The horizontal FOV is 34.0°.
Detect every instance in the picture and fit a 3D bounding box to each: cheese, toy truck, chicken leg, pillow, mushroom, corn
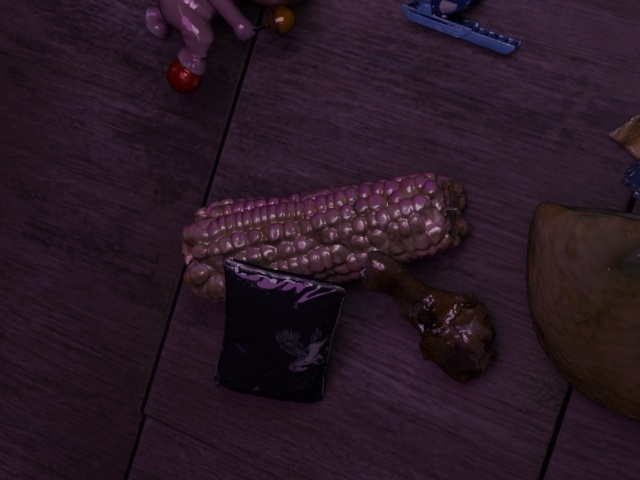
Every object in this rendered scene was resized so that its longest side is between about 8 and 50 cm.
[{"bbox_3d":[0.346,-0.105,1.088,0.084,0.041,0.060,36,112,0],"label":"cheese"},{"bbox_3d":[0.161,-0.260,1.145,0.136,0.063,0.074,24,120,17],"label":"toy truck"},{"bbox_3d":[0.119,0.075,1.137,0.198,0.069,0.085,41,127,-19],"label":"chicken leg"},{"bbox_3d":[-0.049,0.109,1.185,0.141,0.055,0.208,13,133,6],"label":"pillow"},{"bbox_3d":[0.339,0.084,1.024,0.292,0.212,0.218,8,91,13],"label":"mushroom"},{"bbox_3d":[0.000,-0.002,1.190,0.335,0.126,0.127,-8,89,18],"label":"corn"}]

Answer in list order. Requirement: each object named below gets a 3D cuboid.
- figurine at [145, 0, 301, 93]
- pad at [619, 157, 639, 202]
[{"bbox_3d":[-0.094,-0.309,1.204,0.186,0.176,0.287,40,112,-3],"label":"figurine"},{"bbox_3d":[0.430,-0.023,0.958,0.269,0.269,0.012,44,139,16],"label":"pad"}]
